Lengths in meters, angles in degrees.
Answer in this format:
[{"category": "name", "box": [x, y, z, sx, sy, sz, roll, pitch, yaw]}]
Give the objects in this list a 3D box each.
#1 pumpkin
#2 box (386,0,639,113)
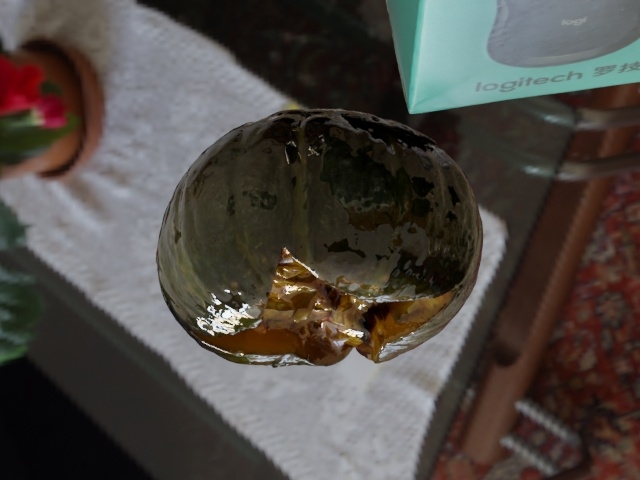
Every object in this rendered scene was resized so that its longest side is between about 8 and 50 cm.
[{"category": "pumpkin", "box": [-0.001, -0.002, 1.227, 0.238, 0.238, 0.159, -40, 47, 40]}, {"category": "box", "box": [0.143, -0.195, 0.977, 0.311, 0.205, 0.118, 92, 168, -69]}]
